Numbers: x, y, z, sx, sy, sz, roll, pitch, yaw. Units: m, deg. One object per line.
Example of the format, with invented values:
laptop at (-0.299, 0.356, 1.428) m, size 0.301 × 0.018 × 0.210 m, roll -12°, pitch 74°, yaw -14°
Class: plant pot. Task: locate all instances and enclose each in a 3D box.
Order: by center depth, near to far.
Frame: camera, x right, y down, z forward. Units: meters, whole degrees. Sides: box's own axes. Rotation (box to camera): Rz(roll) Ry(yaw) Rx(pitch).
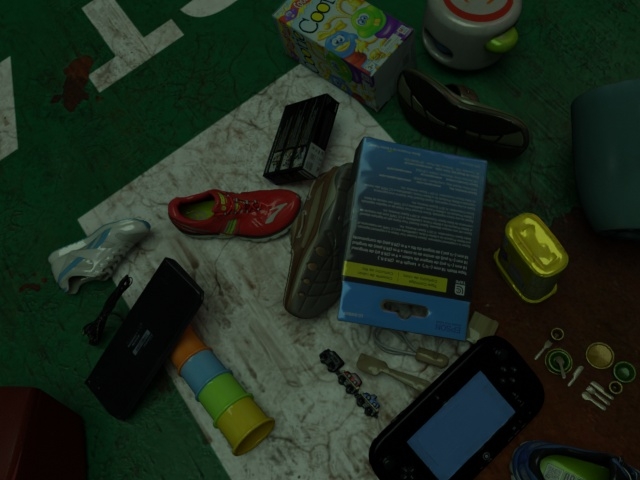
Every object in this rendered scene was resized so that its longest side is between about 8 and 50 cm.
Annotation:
plant pot at (0.581, -0.120, 1.109) m, size 0.293 × 0.293 × 0.235 m, roll 4°, pitch 84°, yaw 12°
plant pot at (-0.572, 0.399, 1.140) m, size 0.267 × 0.267 × 0.235 m, roll -2°, pitch 57°, yaw 9°

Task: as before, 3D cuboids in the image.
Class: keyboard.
keyboard at (-0.359, 0.170, 1.240) m, size 0.201 × 0.033 × 0.317 m, roll 40°, pitch 102°, yaw 24°

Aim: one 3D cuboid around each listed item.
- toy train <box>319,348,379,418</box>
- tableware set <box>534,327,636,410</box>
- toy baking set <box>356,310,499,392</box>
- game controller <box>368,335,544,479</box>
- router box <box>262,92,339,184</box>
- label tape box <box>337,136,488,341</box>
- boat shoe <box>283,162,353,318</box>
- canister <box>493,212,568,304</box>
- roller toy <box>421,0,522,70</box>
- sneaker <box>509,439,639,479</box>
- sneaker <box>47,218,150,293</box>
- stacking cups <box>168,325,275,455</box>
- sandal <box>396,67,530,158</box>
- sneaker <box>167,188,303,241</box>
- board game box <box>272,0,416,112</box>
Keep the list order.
toy train at (0.057, 0.262, 1.190) m, size 0.036 × 0.027 × 0.158 m, roll -36°, pitch 67°, yaw -16°
tableware set at (0.468, 0.215, 1.134) m, size 0.154 × 0.024 × 0.104 m, roll 39°, pitch 80°, yaw 21°
toy baking set at (0.205, 0.204, 1.185) m, size 0.256 × 0.030 × 0.197 m, roll -35°, pitch 62°, yaw -9°
game controller at (0.234, 0.312, 1.088) m, size 0.319 × 0.067 × 0.166 m, roll -41°, pitch 88°, yaw -9°
router box at (-0.041, -0.209, 1.339) m, size 0.133 × 0.046 × 0.179 m, roll -3°, pitch 64°, yaw 47°
label tape box at (0.160, 0.001, 1.181) m, size 0.241 × 0.106 × 0.333 m, roll 11°, pitch 81°, yaw -7°
boat shoe at (0.000, 0.000, 1.261) m, size 0.116 × 0.123 × 0.324 m, roll 2°, pitch 63°, yaw 46°
canister at (0.371, 0.035, 1.140) m, size 0.073 × 0.170 × 0.126 m, roll -31°, pitch 68°, yaw -2°
roller toy at (0.312, -0.464, 1.352) m, size 0.191 × 0.146 × 0.209 m, roll 8°, pitch 65°, yaw 3°
sneaker at (0.464, 0.408, 0.996) m, size 0.330 × 0.147 × 0.130 m, roll 17°, pitch 73°, yaw 15°
sneaker at (-0.450, 0.030, 1.343) m, size 0.229 × 0.087 × 0.092 m, roll -28°, pitch 74°, yaw 7°
stacking cups at (-0.220, 0.258, 1.214) m, size 0.096 × 0.096 × 0.316 m, roll -44°, pitch 64°, yaw -8°
sandal at (0.287, -0.260, 1.313) m, size 0.303 × 0.120 × 0.086 m, roll 31°, pitch 50°, yaw 17°
sneaker at (-0.176, -0.057, 1.301) m, size 0.279 × 0.118 × 0.107 m, roll -7°, pitch 70°, yaw 8°
board game box at (0.054, -0.426, 1.386) m, size 0.275 × 0.144 × 0.142 m, roll 38°, pitch 80°, yaw 21°
